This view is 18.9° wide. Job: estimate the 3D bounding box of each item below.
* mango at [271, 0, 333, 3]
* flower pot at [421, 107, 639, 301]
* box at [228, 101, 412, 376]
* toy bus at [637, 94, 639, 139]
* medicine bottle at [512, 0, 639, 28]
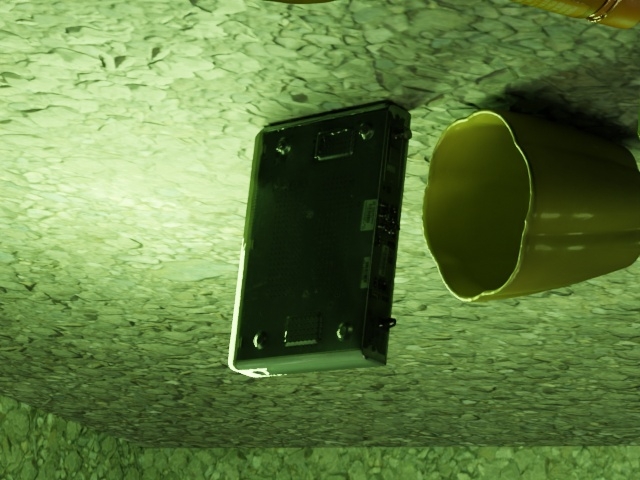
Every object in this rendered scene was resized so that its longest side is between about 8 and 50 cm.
[{"bbox_3d":[-0.058,-0.250,1.342,0.211,0.173,0.317,-7,165,39],"label":"mango"},{"bbox_3d":[0.226,-0.032,1.942,0.179,0.195,0.195,2,168,-31],"label":"flower pot"},{"bbox_3d":[0.000,0.000,1.959,0.210,0.270,0.045,-7,159,41],"label":"box"},{"bbox_3d":[0.380,-0.121,1.729,0.175,0.088,0.101,-5,158,37],"label":"toy bus"},{"bbox_3d":[0.158,-0.227,1.451,0.191,0.096,0.096,12,162,-18],"label":"medicine bottle"}]
